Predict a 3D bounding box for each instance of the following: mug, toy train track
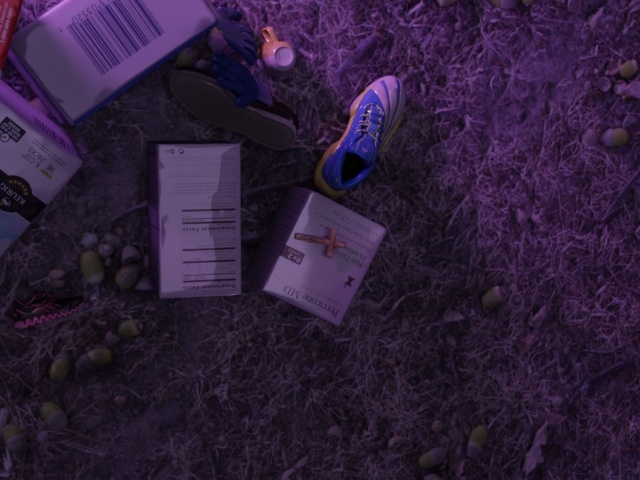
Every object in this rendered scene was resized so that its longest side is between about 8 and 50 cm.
[{"bbox_3d":[-0.075,-0.310,1.794,0.078,0.064,0.062,34,86,-17],"label":"mug"},{"bbox_3d":[0.000,0.000,1.721,0.083,0.014,0.048,11,100,-11],"label":"toy train track"}]

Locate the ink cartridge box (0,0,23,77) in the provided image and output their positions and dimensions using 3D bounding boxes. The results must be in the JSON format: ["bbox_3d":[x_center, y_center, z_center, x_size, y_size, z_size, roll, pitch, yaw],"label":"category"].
[{"bbox_3d":[-0.533,-0.262,1.342,0.273,0.114,0.196,15,100,-23],"label":"ink cartridge box"}]

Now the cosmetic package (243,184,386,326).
[{"bbox_3d":[-0.012,0.023,1.807,0.151,0.151,0.183,26,89,-17],"label":"cosmetic package"}]

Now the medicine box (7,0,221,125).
[{"bbox_3d":[-0.318,-0.304,1.600,0.263,0.289,0.149,-38,105,-10],"label":"medicine box"}]

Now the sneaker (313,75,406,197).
[{"bbox_3d":[0.085,-0.173,1.827,0.091,0.126,0.240,32,87,-18],"label":"sneaker"}]

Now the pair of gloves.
[{"bbox_3d":[-0.136,-0.292,1.719,0.159,0.023,0.198,21,50,-55],"label":"pair of gloves"}]

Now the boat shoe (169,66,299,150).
[{"bbox_3d":[-0.141,-0.227,1.784,0.228,0.068,0.081,27,130,-13],"label":"boat shoe"}]

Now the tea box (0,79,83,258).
[{"bbox_3d":[-0.579,-0.115,1.552,0.329,0.220,0.323,40,92,-24],"label":"tea box"}]

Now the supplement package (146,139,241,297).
[{"bbox_3d":[-0.206,-0.038,1.747,0.134,0.139,0.244,-2,98,-16],"label":"supplement package"}]

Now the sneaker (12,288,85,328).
[{"bbox_3d":[-0.442,0.103,1.744,0.119,0.047,0.057,-16,90,-16],"label":"sneaker"}]
